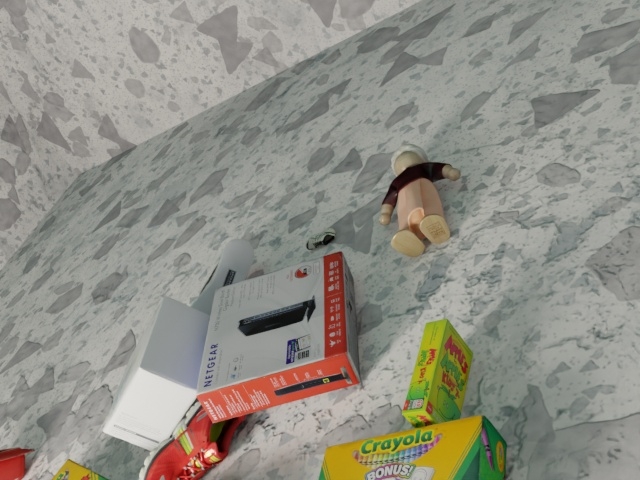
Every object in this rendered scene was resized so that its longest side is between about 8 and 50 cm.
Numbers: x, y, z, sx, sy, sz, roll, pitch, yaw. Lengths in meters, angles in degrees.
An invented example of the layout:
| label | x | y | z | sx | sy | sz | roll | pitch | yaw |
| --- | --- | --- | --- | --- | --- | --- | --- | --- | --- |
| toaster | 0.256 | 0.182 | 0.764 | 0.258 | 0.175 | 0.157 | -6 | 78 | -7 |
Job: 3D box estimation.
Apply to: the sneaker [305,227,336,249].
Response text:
| label | x | y | z | sx | sy | sz | roll | pitch | yaw |
| --- | --- | --- | --- | --- | --- | --- | --- | --- | --- |
| sneaker | 0.000 | 0.000 | 1.836 | 0.083 | 0.032 | 0.037 | -33 | 27 | 13 |

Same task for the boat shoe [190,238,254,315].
| label | x | y | z | sx | sy | sz | roll | pitch | yaw |
| --- | --- | --- | --- | --- | --- | --- | --- | --- | --- |
| boat shoe | -0.253 | 0.138 | 1.874 | 0.102 | 0.108 | 0.301 | 124 | 166 | -60 |

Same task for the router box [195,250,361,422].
| label | x | y | z | sx | sy | sz | roll | pitch | yaw |
| --- | --- | --- | --- | --- | --- | --- | --- | --- | --- |
| router box | -0.079 | 0.185 | 1.518 | 0.301 | 0.082 | 0.335 | -17 | 31 | 10 |

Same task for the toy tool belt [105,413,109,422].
| label | x | y | z | sx | sy | sz | roll | pitch | yaw |
| --- | --- | --- | --- | --- | --- | --- | --- | --- | --- |
| toy tool belt | -0.463 | 0.410 | 1.771 | 0.051 | 0.052 | 0.083 | 15 | 55 | 20 |

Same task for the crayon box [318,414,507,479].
| label | x | y | z | sx | sy | sz | roll | pitch | yaw |
| --- | --- | --- | --- | --- | --- | --- | --- | --- | --- |
| crayon box | 0.122 | 0.362 | 1.074 | 0.278 | 0.081 | 0.165 | -22 | 32 | 31 |

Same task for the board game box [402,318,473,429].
| label | x | y | z | sx | sy | sz | roll | pitch | yaw |
| --- | --- | --- | --- | --- | --- | --- | --- | --- | --- |
| board game box | 0.189 | 0.223 | 1.192 | 0.043 | 0.092 | 0.181 | -18 | 34 | 36 |

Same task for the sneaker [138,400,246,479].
| label | x | y | z | sx | sy | sz | roll | pitch | yaw |
| --- | --- | --- | --- | --- | --- | --- | --- | --- | --- |
| sneaker | -0.240 | 0.409 | 1.431 | 0.118 | 0.107 | 0.279 | -2 | 44 | 42 |

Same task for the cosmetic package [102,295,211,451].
| label | x | y | z | sx | sy | sz | roll | pitch | yaw |
| --- | --- | --- | --- | --- | --- | --- | --- | --- | --- |
| cosmetic package | -0.339 | 0.284 | 1.610 | 0.225 | 0.138 | 0.224 | -54 | 17 | 31 |

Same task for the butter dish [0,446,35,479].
| label | x | y | z | sx | sy | sz | roll | pitch | yaw |
| --- | --- | --- | --- | --- | --- | --- | --- | --- | --- |
| butter dish | -0.804 | 0.583 | 1.857 | 0.160 | 0.118 | 0.160 | -16 | -9 | 36 |

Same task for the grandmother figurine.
| label | x | y | z | sx | sy | sz | roll | pitch | yaw |
| --- | --- | --- | --- | --- | --- | --- | --- | --- | --- |
| grandmother figurine | 0.213 | -0.112 | 1.676 | 0.207 | 0.104 | 0.342 | -22 | 33 | 13 |

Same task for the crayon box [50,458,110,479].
| label | x | y | z | sx | sy | sz | roll | pitch | yaw |
| --- | --- | --- | --- | --- | --- | --- | --- | --- | --- |
| crayon box | -0.516 | 0.572 | 1.543 | 0.318 | 0.081 | 0.202 | -3 | 44 | 50 |
